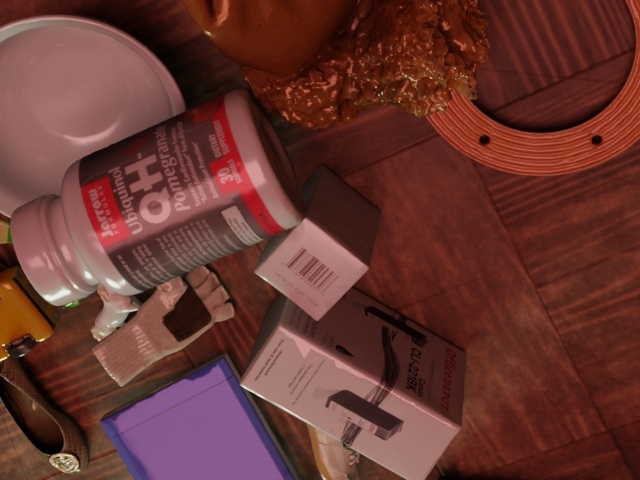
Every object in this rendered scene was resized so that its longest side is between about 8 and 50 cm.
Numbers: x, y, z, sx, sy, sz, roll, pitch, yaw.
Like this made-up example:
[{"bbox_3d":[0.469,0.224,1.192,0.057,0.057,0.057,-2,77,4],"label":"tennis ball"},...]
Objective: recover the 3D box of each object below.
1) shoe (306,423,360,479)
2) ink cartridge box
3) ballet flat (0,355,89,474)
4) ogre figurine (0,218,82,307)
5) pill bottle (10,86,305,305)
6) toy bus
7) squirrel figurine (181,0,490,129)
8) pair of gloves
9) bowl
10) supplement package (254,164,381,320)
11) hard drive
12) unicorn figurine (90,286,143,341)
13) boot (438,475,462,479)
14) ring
[{"bbox_3d":[0.022,0.278,1.709,0.058,0.076,0.219,-13,110,20],"label":"shoe"},{"bbox_3d":[0.052,0.171,1.586,0.273,0.197,0.114,31,116,-6],"label":"ink cartridge box"},{"bbox_3d":[-0.430,0.258,1.779,0.084,0.058,0.249,-22,110,19],"label":"ballet flat"},{"bbox_3d":[-0.377,-0.010,1.613,0.197,0.118,0.097,36,119,-7],"label":"ogre figurine"},{"bbox_3d":[-0.193,-0.041,1.410,0.319,0.176,0.176,-23,109,8],"label":"pill bottle"},{"bbox_3d":[-0.521,0.132,1.691,0.333,0.130,0.108,-26,113,19],"label":"toy bus"},{"bbox_3d":[0.042,-0.328,1.346,0.370,0.281,0.397,-29,111,8],"label":"squirrel figurine"},{"bbox_3d":[-0.241,0.056,1.607,0.204,0.042,0.240,-32,115,-19],"label":"pair of gloves"},{"bbox_3d":[-0.312,-0.167,1.505,0.298,0.134,0.297,-2,122,-3],"label":"bowl"},{"bbox_3d":[0.000,0.000,1.524,0.105,0.179,0.105,38,114,-9],"label":"supplement package"},{"bbox_3d":[-0.151,0.348,1.742,0.210,0.040,0.318,-28,98,9],"label":"hard drive"},{"bbox_3d":[-0.279,0.093,1.678,0.111,0.060,0.162,27,113,-9],"label":"unicorn figurine"},{"bbox_3d":[0.277,0.512,1.748,0.260,0.131,0.347,9,115,5],"label":"boot"},{"bbox_3d":[0.271,-0.238,1.455,0.337,0.032,0.336,3,114,8],"label":"ring"}]
